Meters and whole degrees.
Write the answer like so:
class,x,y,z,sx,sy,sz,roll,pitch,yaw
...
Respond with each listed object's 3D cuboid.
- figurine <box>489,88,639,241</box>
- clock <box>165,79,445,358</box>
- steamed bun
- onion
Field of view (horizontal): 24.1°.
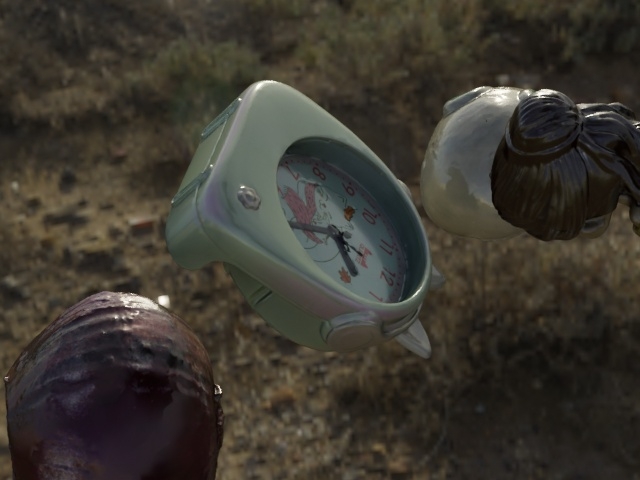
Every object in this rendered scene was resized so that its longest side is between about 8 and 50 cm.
class,x,y,z,sx,sy,sz,roll,pitch,yaw
figurine,0.296,-0.034,1.236,0.315,0.168,0.187,9,72,2
clock,0.000,0.000,1.619,0.108,0.324,0.265,-39,20,35
steamed bun,0.211,-0.109,1.822,0.177,0.131,0.228,9,44,25
onion,-0.259,0.253,1.875,0.281,0.337,0.260,6,28,-15
